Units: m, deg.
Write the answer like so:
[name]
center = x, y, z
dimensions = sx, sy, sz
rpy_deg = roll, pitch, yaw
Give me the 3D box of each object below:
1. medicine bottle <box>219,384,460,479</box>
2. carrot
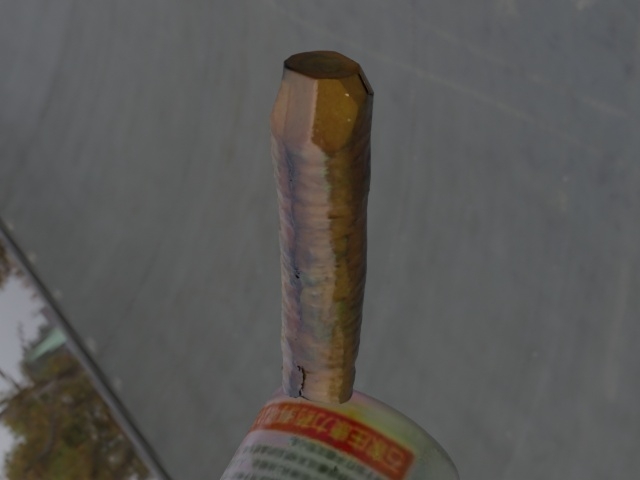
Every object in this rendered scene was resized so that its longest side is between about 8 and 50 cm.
[medicine bottle]
center = -0.038, 0.344, 1.211
dimensions = 0.219, 0.388, 0.219
rpy_deg = 24, 153, 13
[carrot]
center = 0.000, 0.000, 0.851
dimensions = 0.070, 0.070, 0.260
rpy_deg = 44, 143, 45
